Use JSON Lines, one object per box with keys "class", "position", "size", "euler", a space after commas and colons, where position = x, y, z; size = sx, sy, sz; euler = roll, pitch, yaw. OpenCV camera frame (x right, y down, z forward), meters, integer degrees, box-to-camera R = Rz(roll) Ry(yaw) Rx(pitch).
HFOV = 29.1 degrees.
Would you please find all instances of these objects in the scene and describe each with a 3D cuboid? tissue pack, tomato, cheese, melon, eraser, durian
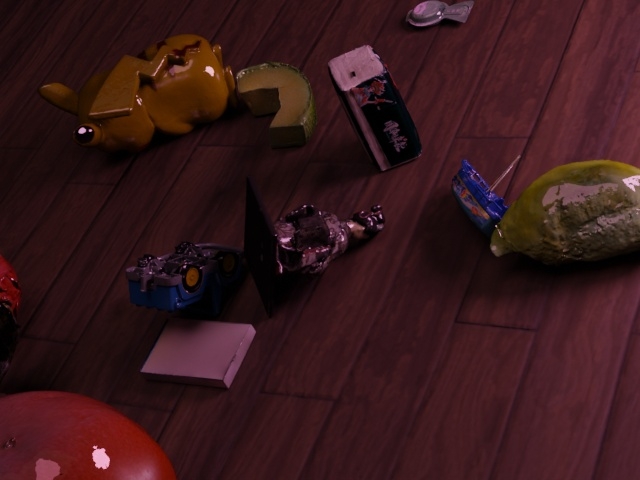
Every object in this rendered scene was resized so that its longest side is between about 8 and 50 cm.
{"class": "tissue pack", "position": [0.084, -0.203, 1.898], "size": [0.090, 0.170, 0.103], "euler": [-24, 39, 4]}
{"class": "tomato", "position": [-0.346, 0.323, 1.514], "size": [0.341, 0.273, 0.341], "euler": [-15, 43, 15]}
{"class": "cheese", "position": [0.203, -0.394, 2.139], "size": [0.120, 0.026, 0.067], "euler": [2, 50, 30]}
{"class": "melon", "position": [-0.067, -0.230, 2.093], "size": [0.118, 0.064, 0.209], "euler": [-24, 43, 3]}
{"class": "eraser", "position": [-0.177, 0.160, 1.780], "size": [0.150, 0.023, 0.104], "euler": [2, 50, 30]}
{"class": "durian", "position": [0.351, -0.039, 1.635], "size": [0.250, 0.101, 0.139], "euler": [0, 52, 16]}

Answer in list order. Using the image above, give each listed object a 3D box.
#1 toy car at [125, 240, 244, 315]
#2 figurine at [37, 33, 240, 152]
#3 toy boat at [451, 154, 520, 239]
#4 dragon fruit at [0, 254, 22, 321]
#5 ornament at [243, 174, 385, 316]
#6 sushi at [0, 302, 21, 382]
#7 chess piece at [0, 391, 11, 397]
{"class": "toy car", "position": [-0.198, 0.064, 1.823], "size": [0.097, 0.100, 0.191], "euler": [9, 19, 34]}
{"class": "figurine", "position": [-0.309, -0.246, 2.155], "size": [0.326, 0.169, 0.218], "euler": [-28, 36, -1]}
{"class": "toy boat", "position": [0.245, -0.078, 1.746], "size": [0.110, 0.091, 0.175], "euler": [-43, 34, 11]}
{"class": "dragon fruit", "position": [-0.567, 0.087, 1.956], "size": [0.209, 0.172, 0.172], "euler": [7, 50, 16]}
{"class": "ornament", "position": [0.000, 0.000, 1.815], "size": [0.196, 0.153, 0.166], "euler": [-8, 40, -14]}
{"class": "sushi", "position": [-0.592, 0.184, 1.803], "size": [0.350, 0.211, 0.171], "euler": [-18, 44, 34]}
{"class": "chess piece", "position": [-0.481, 0.264, 1.827], "size": [0.083, 0.038, 0.084], "euler": [-15, 45, 15]}
